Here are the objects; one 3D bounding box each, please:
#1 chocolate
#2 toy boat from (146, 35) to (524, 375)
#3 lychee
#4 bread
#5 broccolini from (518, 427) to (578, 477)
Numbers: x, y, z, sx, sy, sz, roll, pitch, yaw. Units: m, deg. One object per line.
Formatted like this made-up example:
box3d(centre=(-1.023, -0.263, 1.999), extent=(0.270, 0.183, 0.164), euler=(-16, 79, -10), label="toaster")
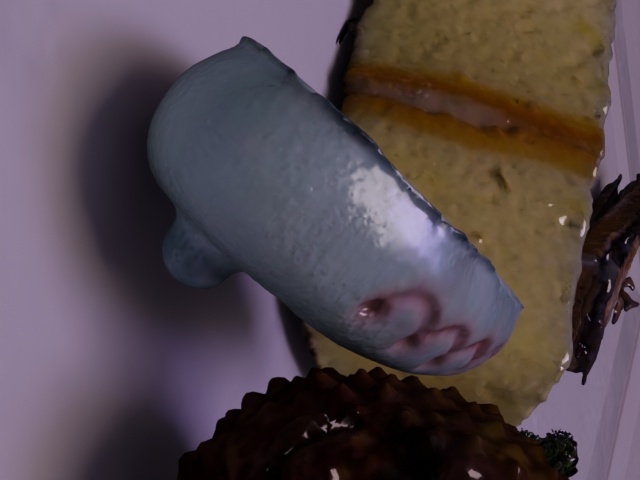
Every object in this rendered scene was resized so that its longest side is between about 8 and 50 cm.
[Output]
box3d(centre=(0.224, 0.011, 1.372), extent=(0.329, 0.065, 0.102), euler=(-38, 143, -66), label="chocolate")
box3d(centre=(0.000, 0.000, 0.643), extent=(0.079, 0.134, 0.208), euler=(-45, 159, 3), label="toy boat")
box3d(centre=(0.021, 0.135, 0.595), extent=(0.188, 0.188, 0.188), euler=(-2, 90, -71), label="lychee")
box3d(centre=(0.070, -0.026, 0.859), extent=(0.178, 0.142, 0.266), euler=(48, 40, -40), label="bread")
box3d(centre=(0.120, 0.196, 1.084), extent=(0.052, 0.054, 0.194), euler=(96, 9, -48), label="broccolini")
